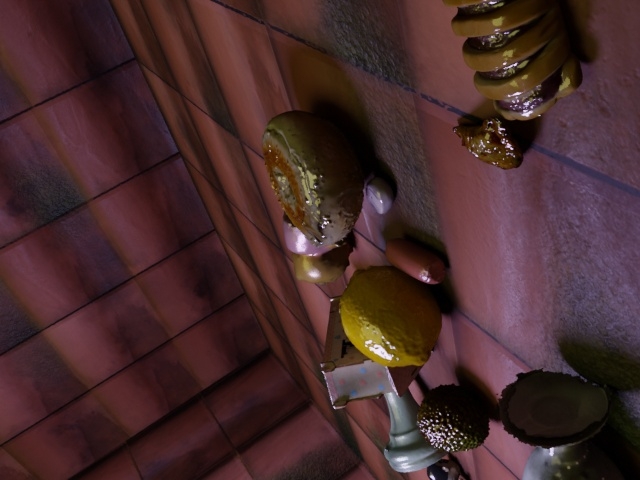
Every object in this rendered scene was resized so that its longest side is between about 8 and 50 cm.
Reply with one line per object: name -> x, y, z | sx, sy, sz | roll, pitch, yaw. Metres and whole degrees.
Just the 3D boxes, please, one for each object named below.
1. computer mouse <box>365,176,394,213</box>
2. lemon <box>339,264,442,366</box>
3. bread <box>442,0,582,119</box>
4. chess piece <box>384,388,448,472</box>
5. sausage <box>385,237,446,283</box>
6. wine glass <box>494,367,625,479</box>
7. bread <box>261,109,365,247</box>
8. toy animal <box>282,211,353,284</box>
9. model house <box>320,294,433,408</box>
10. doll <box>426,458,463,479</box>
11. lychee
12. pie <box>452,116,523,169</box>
computer mouse -> 0.121, -0.092, 1.285 | 0.066, 0.039, 0.096 | 53, 171, 19
lemon -> 0.147, 0.158, 1.377 | 0.260, 0.204, 0.204 | 49, 162, 34
bread -> 0.201, -0.235, 0.709 | 0.134, 0.081, 0.225 | 23, 143, 62
chess piece -> 0.225, 0.453, 1.764 | 0.299, 0.195, 0.194 | 67, 164, 1
sausage -> 0.187, 0.039, 1.290 | 0.154, 0.062, 0.062 | 32, 149, 55
wine glass -> 0.414, 0.393, 1.067 | 0.190, 0.191, 0.356 | 30, 143, 58
bread -> -0.008, -0.133, 1.346 | 0.305, 0.159, 0.305 | 160, 90, -74
toy animal -> -0.003, 0.003, 1.592 | 0.195, 0.169, 0.281 | 46, 160, 44
model house -> 0.145, 0.257, 1.585 | 0.326, 0.244, 0.169 | -79, -31, -62
doll -> 0.388, 0.697, 1.888 | 0.179, 0.088, 0.102 | 32, 160, 5
lychee -> 0.307, 0.408, 1.465 | 0.171, 0.171, 0.171 | 51, 163, 23
pie -> 0.230, -0.125, 0.870 | 0.088, 0.033, 0.191 | 40, -177, -6
